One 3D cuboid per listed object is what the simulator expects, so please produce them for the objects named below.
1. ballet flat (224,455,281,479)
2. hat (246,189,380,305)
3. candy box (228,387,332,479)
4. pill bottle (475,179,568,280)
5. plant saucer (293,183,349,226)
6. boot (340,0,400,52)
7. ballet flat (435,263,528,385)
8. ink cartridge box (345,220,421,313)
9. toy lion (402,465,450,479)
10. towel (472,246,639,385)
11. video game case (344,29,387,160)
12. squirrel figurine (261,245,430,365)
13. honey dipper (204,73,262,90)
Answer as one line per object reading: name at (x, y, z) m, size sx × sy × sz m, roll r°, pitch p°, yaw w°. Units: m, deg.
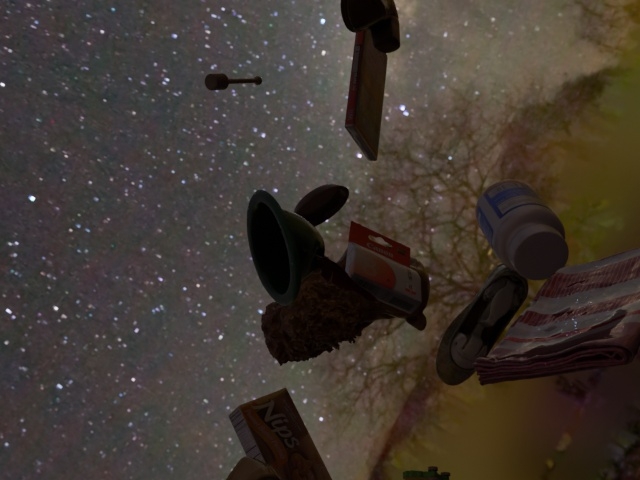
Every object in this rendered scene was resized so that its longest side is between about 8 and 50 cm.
ballet flat at (-0.137, 0.368, 0.725) m, size 0.232 × 0.073 × 0.080 m, roll -49°, pitch -49°, yaw -13°
hat at (0.000, 0.000, 0.932) m, size 0.183 × 0.173 × 0.209 m, roll -16°, pitch -35°, yaw -25°
candy box at (-0.117, 0.613, 1.750) m, size 0.182 × 0.317 × 0.087 m, roll -10°, pitch -29°, yaw -44°
pill bottle at (0.444, -0.023, 1.315) m, size 0.272 × 0.152 × 0.152 m, roll -89°, pitch 12°, yaw -65°
plant saucer at (-0.004, -0.091, 1.523) m, size 0.168 × 0.029 × 0.168 m, roll -29°, pitch -23°, yaw -13°
boot at (0.077, -0.430, 1.029) m, size 0.197 × 0.072 × 0.153 m, roll 24°, pitch -125°, yaw -63°
ballet flat at (0.389, 0.209, 1.442) m, size 0.349 × 0.123 × 0.123 m, roll -59°, pitch -24°, yaw 7°
ink cartridge box at (0.122, 0.038, 1.128) m, size 0.045 × 0.145 × 0.179 m, roll -53°, pitch 18°, yaw 42°
toy lion at (0.251, 0.570, 1.435) m, size 0.100 × 0.096 × 0.034 m, roll 36°, pitch -133°, yaw -39°
towel at (0.388, 0.091, 0.863) m, size 0.329 × 0.037 × 0.237 m, roll -34°, pitch 4°, yaw -39°
video game case at (0.112, -0.357, 1.406) m, size 0.204 × 0.025 × 0.285 m, roll 37°, pitch -123°, yaw -65°
squirrel figurine at (0.066, 0.158, 1.433) m, size 0.397 × 0.370 × 0.281 m, roll -38°, pitch -64°, yaw -47°
honey dipper at (-0.162, -0.305, 1.145) m, size 0.160 × 0.030 × 0.031 m, roll -27°, pitch -42°, yaw -59°
